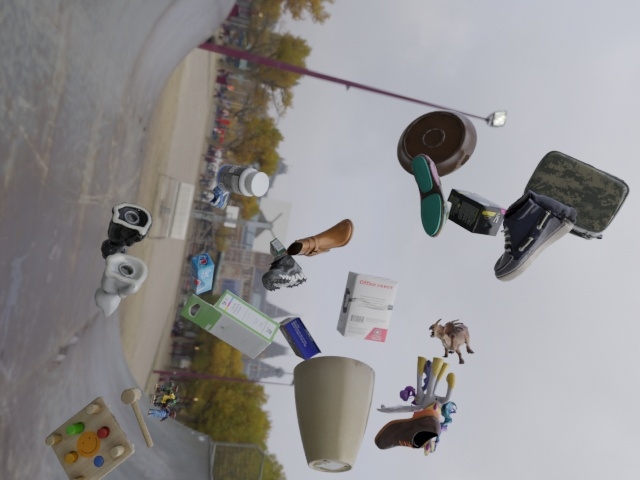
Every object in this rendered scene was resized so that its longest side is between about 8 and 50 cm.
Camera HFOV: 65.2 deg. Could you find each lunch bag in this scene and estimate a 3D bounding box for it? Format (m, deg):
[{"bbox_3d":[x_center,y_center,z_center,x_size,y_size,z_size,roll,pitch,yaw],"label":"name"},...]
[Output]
[{"bbox_3d":[0.860,-0.137,1.722,0.212,0.305,0.256,-61,161,2],"label":"lunch bag"}]

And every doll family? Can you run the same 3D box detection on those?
[{"bbox_3d":[-0.640,0.669,2.068,0.193,0.112,0.076,-62,-151,31],"label":"doll family"}]

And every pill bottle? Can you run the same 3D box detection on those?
[{"bbox_3d":[-0.211,-0.162,1.361,0.137,0.078,0.078,15,-83,36],"label":"pill bottle"}]

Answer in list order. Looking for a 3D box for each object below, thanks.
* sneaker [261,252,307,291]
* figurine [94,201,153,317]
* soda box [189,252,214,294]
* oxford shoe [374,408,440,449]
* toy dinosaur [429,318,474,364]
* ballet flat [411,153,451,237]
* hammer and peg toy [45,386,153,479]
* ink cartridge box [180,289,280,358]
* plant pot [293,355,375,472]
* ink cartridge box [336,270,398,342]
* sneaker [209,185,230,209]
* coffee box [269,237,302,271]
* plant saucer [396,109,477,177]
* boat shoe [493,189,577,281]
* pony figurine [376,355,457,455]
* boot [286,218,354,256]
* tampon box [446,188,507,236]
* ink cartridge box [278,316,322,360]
[{"bbox_3d":[-0.122,0.089,1.481,0.106,0.078,0.234,64,17,12],"label":"sneaker"},{"bbox_3d":[-0.470,0.055,1.166,0.209,0.092,0.214,-41,-135,45],"label":"figurine"},{"bbox_3d":[-0.484,0.138,2.035,0.067,0.071,0.210,57,-29,22],"label":"soda box"},{"bbox_3d":[0.304,0.696,1.783,0.271,0.097,0.098,-37,-157,24],"label":"oxford shoe"},{"bbox_3d":[0.613,0.428,2.260,0.127,0.296,0.200,-1,-84,37],"label":"toy dinosaur"},{"bbox_3d":[0.289,-0.114,1.272,0.077,0.079,0.221,-26,-112,45],"label":"ballet flat"},{"bbox_3d":[-0.812,0.732,1.869,0.266,0.361,0.127,52,-3,15],"label":"hammer and peg toy"},{"bbox_3d":[-0.211,0.184,1.171,0.109,0.209,0.062,-48,-168,46],"label":"ink cartridge box"},{"bbox_3d":[0.036,0.522,1.473,0.256,0.257,0.273,115,-17,-49],"label":"plant pot"},{"bbox_3d":[0.175,0.247,1.885,0.100,0.172,0.237,-157,-101,-74],"label":"ink cartridge box"},{"bbox_3d":[-0.361,-0.185,1.835,0.144,0.059,0.053,-68,-156,12],"label":"sneaker"},{"bbox_3d":[-0.149,0.085,2.141,0.184,0.040,0.113,50,-20,16],"label":"coffee box"},{"bbox_3d":[0.435,-0.381,1.914,0.050,0.311,0.310,43,46,-56],"label":"plant saucer"},{"bbox_3d":[0.603,-0.015,1.539,0.340,0.158,0.127,-59,-176,42],"label":"boat shoe"},{"bbox_3d":[0.424,0.666,2.051,0.351,0.303,0.363,130,-23,-75],"label":"pony figurine"},{"bbox_3d":[0.000,0.000,1.546,0.197,0.152,0.072,-41,-116,40],"label":"boot"},{"bbox_3d":[0.515,-0.095,1.684,0.161,0.121,0.101,43,-59,52],"label":"tampon box"},{"bbox_3d":[-0.092,0.387,1.995,0.165,0.065,0.333,58,-16,3],"label":"ink cartridge box"}]
